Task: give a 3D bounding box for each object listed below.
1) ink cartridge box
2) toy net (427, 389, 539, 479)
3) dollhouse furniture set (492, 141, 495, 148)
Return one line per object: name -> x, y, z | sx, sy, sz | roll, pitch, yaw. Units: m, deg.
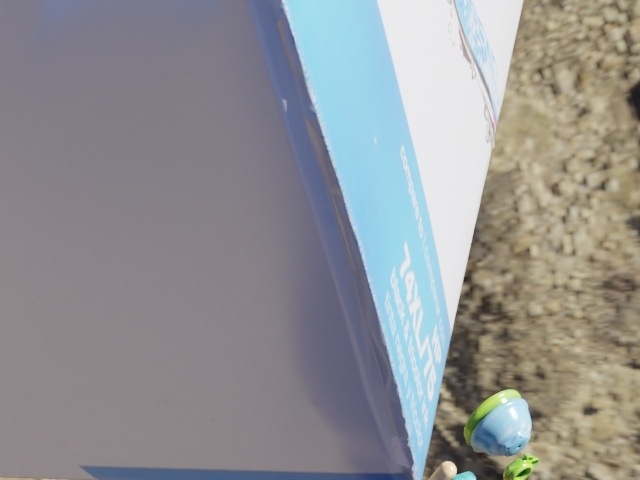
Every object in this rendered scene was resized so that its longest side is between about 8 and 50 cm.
ink cartridge box -> -0.055, -0.089, 0.565 | 0.198, 0.197, 0.270 | 0, 44, 18
toy net -> 0.110, 0.237, 1.709 | 0.232, 0.122, 0.045 | -30, 58, -18
dollhouse furniture set -> 0.000, 0.000, 1.563 | 0.301, 0.197, 0.151 | -36, 134, -50
